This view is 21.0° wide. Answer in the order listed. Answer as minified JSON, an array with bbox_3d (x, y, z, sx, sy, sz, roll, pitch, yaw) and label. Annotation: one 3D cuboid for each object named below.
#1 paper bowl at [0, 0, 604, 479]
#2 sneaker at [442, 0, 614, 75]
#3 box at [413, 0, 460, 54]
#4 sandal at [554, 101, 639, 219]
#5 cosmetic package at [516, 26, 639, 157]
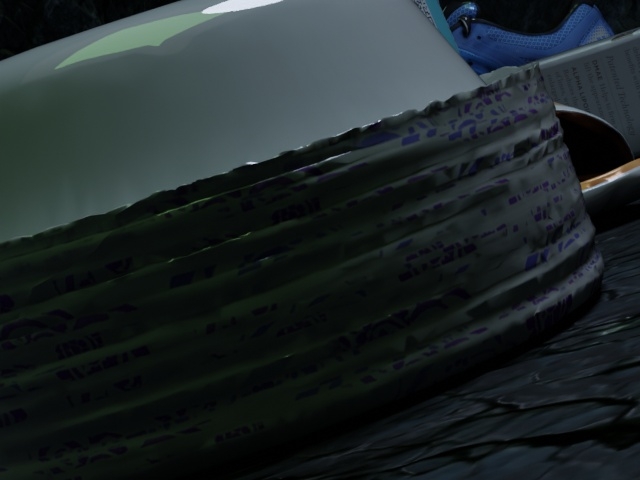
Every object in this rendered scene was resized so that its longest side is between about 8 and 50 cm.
[{"bbox_3d":[-0.047,-0.009,0.653,0.284,0.148,0.284,-17,4,1],"label":"paper bowl"},{"bbox_3d":[0.099,-0.117,1.444,0.330,0.147,0.130,-20,4,-12],"label":"sneaker"},{"bbox_3d":[-0.021,-0.071,1.064,0.244,0.100,0.060,-24,-2,40],"label":"box"},{"bbox_3d":[0.082,-0.037,0.926,0.102,0.076,0.265,-20,4,-18],"label":"sandal"},{"bbox_3d":[0.236,-0.108,1.159,0.231,0.085,0.117,-18,4,24],"label":"cosmetic package"}]
